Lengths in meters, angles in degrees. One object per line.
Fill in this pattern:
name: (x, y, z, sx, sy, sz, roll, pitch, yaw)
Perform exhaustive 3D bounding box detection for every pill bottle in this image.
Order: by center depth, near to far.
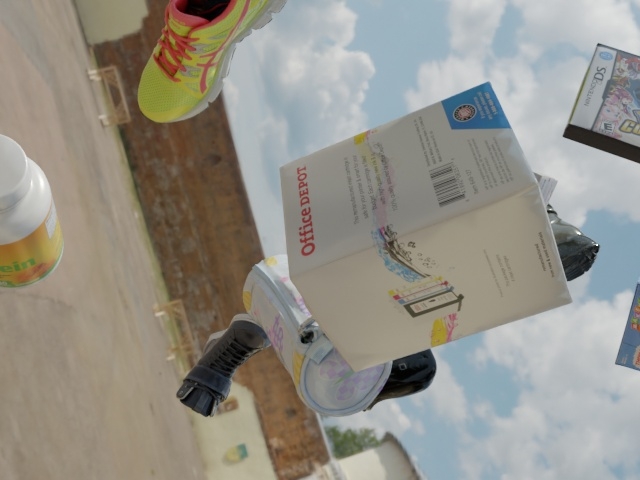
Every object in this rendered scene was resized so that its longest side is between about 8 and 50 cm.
pill bottle: (-0.434, -0.038, 1.031, 0.246, 0.136, 0.136, 114, -40, -62)

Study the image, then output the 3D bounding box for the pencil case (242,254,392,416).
pencil case: (-0.016, 0.109, 0.945, 0.113, 0.124, 0.273, -59, -155, 6)

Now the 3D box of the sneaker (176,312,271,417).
sneaker: (-0.168, 0.224, 1.328, 0.086, 0.163, 0.226, 36, -35, -12)

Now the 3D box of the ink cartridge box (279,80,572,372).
ink cartridge box: (0.099, -0.009, 0.753, 0.171, 0.232, 0.168, -96, 161, -47)

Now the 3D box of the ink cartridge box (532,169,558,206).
ink cartridge box: (0.272, -0.063, 0.964, 0.028, 0.083, 0.048, 29, -76, 28)

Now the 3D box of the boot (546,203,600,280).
boot: (0.253, 0.012, 1.068, 0.161, 0.246, 0.083, 52, -26, 38)

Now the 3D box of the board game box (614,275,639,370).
board game box: (0.595, 0.158, 1.198, 0.039, 0.211, 0.160, -41, 141, -53)

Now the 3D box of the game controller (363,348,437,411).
game controller: (0.081, 0.158, 1.238, 0.319, 0.166, 0.067, -107, 175, -63)

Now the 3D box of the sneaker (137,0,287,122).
sneaker: (-0.123, -0.199, 0.721, 0.081, 0.208, 0.094, 48, 24, 15)

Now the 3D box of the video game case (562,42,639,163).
video game case: (0.589, -0.225, 1.326, 0.035, 0.274, 0.248, 95, 20, -53)
